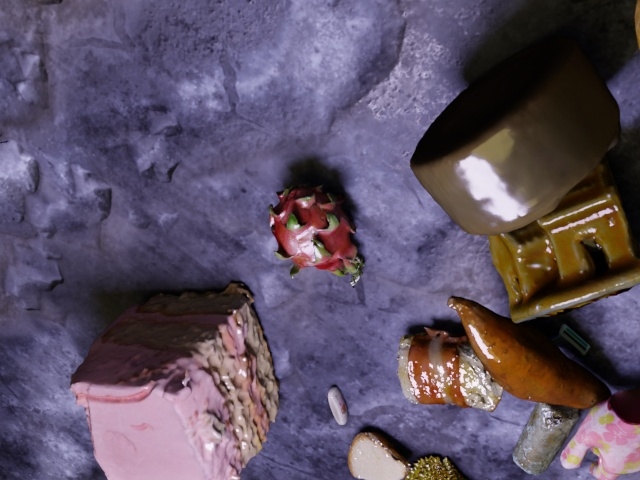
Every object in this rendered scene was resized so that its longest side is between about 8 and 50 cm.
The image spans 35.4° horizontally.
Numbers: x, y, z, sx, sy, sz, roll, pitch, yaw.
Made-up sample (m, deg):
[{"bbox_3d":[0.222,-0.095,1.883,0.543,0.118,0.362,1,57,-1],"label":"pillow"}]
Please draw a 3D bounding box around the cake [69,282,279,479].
[{"bbox_3d":[-0.261,0.287,1.865,0.293,0.306,0.314,-4,121,27],"label":"cake"}]

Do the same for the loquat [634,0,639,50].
[{"bbox_3d":[0.520,-0.269,1.186,0.284,0.276,0.276,17,133,-21],"label":"loquat"}]

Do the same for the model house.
[{"bbox_3d":[0.353,-0.015,1.485,0.268,0.173,0.239,-23,81,31],"label":"model house"}]

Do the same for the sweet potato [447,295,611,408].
[{"bbox_3d":[0.331,0.198,1.621,0.359,0.112,0.112,37,130,-19],"label":"sweet potato"}]

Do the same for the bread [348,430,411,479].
[{"bbox_3d":[0.117,0.434,1.969,0.126,0.044,0.129,35,129,18],"label":"bread"}]

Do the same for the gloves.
[{"bbox_3d":[0.495,0.336,1.666,0.126,0.145,0.241,41,150,35],"label":"gloves"}]

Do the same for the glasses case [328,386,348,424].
[{"bbox_3d":[0.034,0.320,1.940,0.021,0.032,0.083,-2,122,29],"label":"glasses case"}]

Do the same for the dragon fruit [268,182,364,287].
[{"bbox_3d":[-0.004,0.002,1.675,0.137,0.135,0.236,-7,138,20],"label":"dragon fruit"}]

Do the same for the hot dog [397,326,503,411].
[{"bbox_3d":[0.229,0.223,1.743,0.213,0.103,0.146,6,107,30],"label":"hot dog"}]

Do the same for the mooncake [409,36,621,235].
[{"bbox_3d":[0.266,-0.135,1.357,0.284,0.284,0.155,-33,107,36],"label":"mooncake"}]

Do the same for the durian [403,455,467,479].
[{"bbox_3d":[0.242,0.522,1.958,0.208,0.102,0.146,39,123,-12],"label":"durian"}]

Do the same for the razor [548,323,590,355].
[{"bbox_3d":[0.361,0.198,1.713,0.068,0.037,0.191,39,128,-21],"label":"razor"}]

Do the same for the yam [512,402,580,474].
[{"bbox_3d":[0.396,0.344,1.781,0.078,0.078,0.179,23,130,6],"label":"yam"}]
